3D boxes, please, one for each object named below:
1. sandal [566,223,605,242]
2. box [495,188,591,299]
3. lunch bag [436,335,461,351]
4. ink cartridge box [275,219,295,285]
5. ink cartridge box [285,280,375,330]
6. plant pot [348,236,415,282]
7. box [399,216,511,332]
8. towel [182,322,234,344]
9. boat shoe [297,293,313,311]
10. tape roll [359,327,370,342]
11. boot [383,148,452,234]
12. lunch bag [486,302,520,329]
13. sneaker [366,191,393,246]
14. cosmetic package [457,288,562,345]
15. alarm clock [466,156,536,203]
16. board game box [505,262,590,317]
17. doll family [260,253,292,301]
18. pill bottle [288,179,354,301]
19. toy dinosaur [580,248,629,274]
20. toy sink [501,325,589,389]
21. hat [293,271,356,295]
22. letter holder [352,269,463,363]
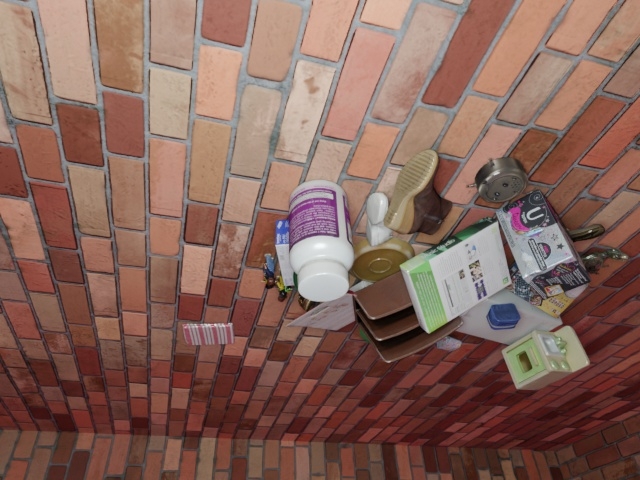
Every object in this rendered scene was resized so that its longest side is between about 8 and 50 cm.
[{"bbox_3d":[0.741,-0.021,1.425,0.219,0.060,0.089,-22,155,39],"label":"sandal"},{"bbox_3d":[0.623,0.010,1.312,0.142,0.248,0.163,-32,133,28],"label":"box"},{"bbox_3d":[0.546,0.432,1.974,0.071,0.053,0.083,20,145,-22],"label":"lunch bag"},{"bbox_3d":[-0.102,0.040,1.418,0.046,0.097,0.207,-4,140,1],"label":"ink cartridge box"},{"bbox_3d":[0.058,0.229,1.631,0.261,0.066,0.296,15,142,-40],"label":"ink cartridge box"},{"bbox_3d":[0.195,0.073,1.531,0.235,0.033,0.237,-2,140,-2],"label":"plant pot"},{"bbox_3d":[0.410,0.102,1.395,0.321,0.058,0.233,-28,114,-13],"label":"box"},{"bbox_3d":[-0.441,0.367,1.850,0.196,0.029,0.144,0,140,-8],"label":"towel"},{"bbox_3d":[-0.052,0.207,1.611,0.060,0.064,0.178,36,167,5],"label":"boat shoe"},{"bbox_3d":[0.305,0.303,1.782,0.320,0.077,0.321,-2,141,-1],"label":"tape roll"},{"bbox_3d":[0.292,-0.123,1.274,0.206,0.090,0.249,4,124,-40],"label":"boot"},{"bbox_3d":[0.592,0.248,1.505,0.098,0.067,0.065,-2,139,-5],"label":"lunch bag"},{"bbox_3d":[0.185,-0.068,1.338,0.094,0.080,0.212,-13,147,-8],"label":"sneaker"},{"bbox_3d":[0.637,0.243,1.674,0.384,0.156,0.217,20,135,-24],"label":"cosmetic package"},{"bbox_3d":[0.504,-0.153,1.257,0.191,0.064,0.129,9,139,-19],"label":"alarm clock"},{"bbox_3d":[0.748,0.141,1.558,0.243,0.042,0.165,29,112,-14],"label":"board game box"},{"bbox_3d":[-0.145,0.130,1.512,0.075,0.112,0.193,-24,136,23],"label":"doll family"},{"bbox_3d":[0.000,0.000,1.215,0.169,0.302,0.169,-2,141,-1],"label":"pill bottle"},{"bbox_3d":[0.890,0.092,1.584,0.267,0.064,0.118,-18,134,23],"label":"toy dinosaur"},{"bbox_3d":[0.787,0.412,1.649,0.131,0.153,0.234,11,139,-27],"label":"toy sink"},{"bbox_3d":[-0.001,0.156,1.334,0.172,0.184,0.209,10,126,-3],"label":"hat"},{"bbox_3d":[0.286,0.223,1.485,0.301,0.214,0.152,-23,136,-14],"label":"letter holder"}]
